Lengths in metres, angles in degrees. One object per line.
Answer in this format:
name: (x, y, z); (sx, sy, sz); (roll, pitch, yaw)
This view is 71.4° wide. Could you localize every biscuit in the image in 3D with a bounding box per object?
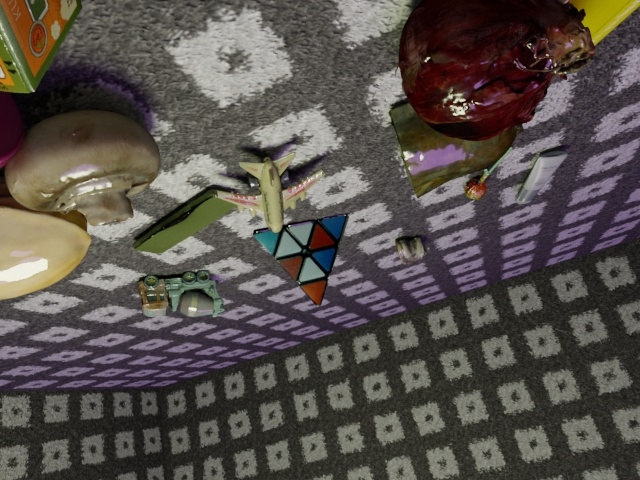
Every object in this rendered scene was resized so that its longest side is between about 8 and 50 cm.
biscuit: (-0.335, -0.043, 1.090); (0.322, 0.038, 0.099); (-28, 157, 29)

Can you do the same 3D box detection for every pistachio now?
pistachio: (-0.575, -0.013, 0.781); (0.308, 0.230, 0.230); (-11, 158, -22)

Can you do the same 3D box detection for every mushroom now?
mushroom: (-0.367, -0.107, 0.711); (0.226, 0.178, 0.226); (-15, 174, -2)

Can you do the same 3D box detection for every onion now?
onion: (0.242, -0.259, 0.694); (0.280, 0.222, 0.281); (4, 165, 1)

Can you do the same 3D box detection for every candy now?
candy: (0.469, -0.188, 1.233); (0.060, 0.061, 0.201); (-5, 147, -23)

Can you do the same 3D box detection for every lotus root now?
lotus root: (0.305, -0.205, 0.956); (0.260, 0.150, 0.267); (-18, 161, 12)

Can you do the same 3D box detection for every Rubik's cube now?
Rubik's cube: (0.000, 0.000, 1.353); (0.234, 0.284, 0.250); (-42, 178, 10)

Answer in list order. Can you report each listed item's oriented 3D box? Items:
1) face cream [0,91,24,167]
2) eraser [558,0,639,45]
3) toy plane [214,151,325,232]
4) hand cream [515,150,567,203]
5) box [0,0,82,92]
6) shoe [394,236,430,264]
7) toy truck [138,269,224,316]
face cream: (-0.526, -0.131, 0.582); (0.194, 0.175, 0.175); (-27, 155, 25)
eraser: (0.436, -0.399, 0.668); (0.157, 0.069, 0.226); (-4, 156, -27)
toy plane: (-0.110, -0.101, 1.001); (0.241, 0.104, 0.256); (-13, 158, -10)
hand cream: (0.646, -0.187, 1.326); (0.079, 0.048, 0.255); (-12, 157, -1)
box: (-0.337, -0.258, 0.371); (0.177, 0.148, 0.195); (13, 152, -8)
shoe: (0.337, 0.036, 1.617); (0.092, 0.089, 0.180); (-23, 159, 22)
toy truck: (-0.444, 0.184, 1.427); (0.256, 0.140, 0.108); (-4, 156, -24)
